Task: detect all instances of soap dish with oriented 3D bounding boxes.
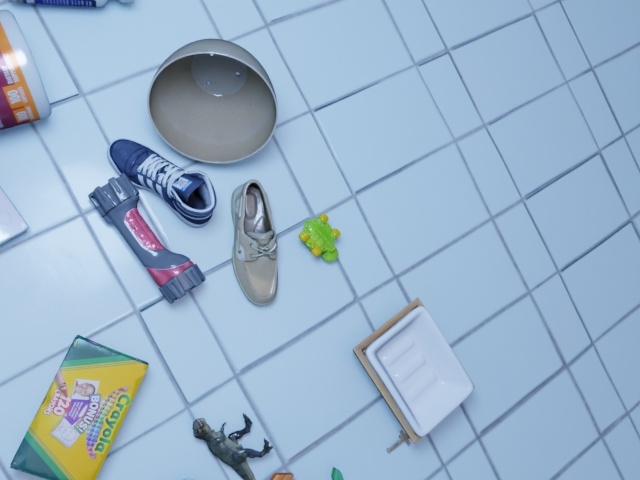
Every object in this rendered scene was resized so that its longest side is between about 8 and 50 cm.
[{"bbox_3d":[0.234,0.328,1.483,0.229,0.118,0.291,-35,96,-21],"label":"soap dish"}]

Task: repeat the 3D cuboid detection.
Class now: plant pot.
[{"bbox_3d":[-0.241,-0.348,1.330,0.284,0.284,0.191,14,43,-19],"label":"plant pot"}]

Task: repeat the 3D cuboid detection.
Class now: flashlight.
[{"bbox_3d":[-0.383,-0.007,1.300,0.304,0.103,0.103,57,42,-5],"label":"flashlight"}]

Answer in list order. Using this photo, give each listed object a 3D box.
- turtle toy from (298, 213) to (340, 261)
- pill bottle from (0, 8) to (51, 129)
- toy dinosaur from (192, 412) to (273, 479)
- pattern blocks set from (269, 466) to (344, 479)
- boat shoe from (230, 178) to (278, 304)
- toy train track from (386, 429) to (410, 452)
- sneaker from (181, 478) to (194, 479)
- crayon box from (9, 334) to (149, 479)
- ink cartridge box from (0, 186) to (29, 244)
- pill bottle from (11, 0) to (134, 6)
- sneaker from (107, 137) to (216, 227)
[{"bbox_3d":[0.000,0.000,1.461,0.095,0.066,0.130,-42,99,-20],"label":"turtle toy"},{"bbox_3d":[-0.762,-0.295,1.121,0.392,0.224,0.224,-23,92,-22],"label":"pill bottle"},{"bbox_3d":[-0.186,0.483,1.337,0.118,0.064,0.268,-40,103,-17],"label":"toy dinosaur"},{"bbox_3d":[-0.060,0.678,1.353,0.325,0.026,0.285,-33,104,-21],"label":"pattern blocks set"},{"bbox_3d":[-0.153,0.005,1.384,0.109,0.098,0.302,-5,85,-21],"label":"boat shoe"},{"bbox_3d":[0.204,0.523,1.504,0.083,0.014,0.048,-35,103,-16],"label":"toy train track"},{"bbox_3d":[-0.337,0.659,1.244,0.131,0.112,0.296,36,70,5],"label":"sneaker"},{"bbox_3d":[-0.500,0.359,1.216,0.165,0.081,0.278,26,75,-16],"label":"crayon box"},{"bbox_3d":[-0.750,-0.041,1.161,0.232,0.066,0.189,-39,98,-38],"label":"ink cartridge box"},{"bbox_3d":[-0.554,-0.600,1.278,0.265,0.153,0.153,-5,85,-22],"label":"pill bottle"},{"bbox_3d":[-0.350,-0.144,1.298,0.282,0.153,0.099,40,71,-12],"label":"sneaker"}]
